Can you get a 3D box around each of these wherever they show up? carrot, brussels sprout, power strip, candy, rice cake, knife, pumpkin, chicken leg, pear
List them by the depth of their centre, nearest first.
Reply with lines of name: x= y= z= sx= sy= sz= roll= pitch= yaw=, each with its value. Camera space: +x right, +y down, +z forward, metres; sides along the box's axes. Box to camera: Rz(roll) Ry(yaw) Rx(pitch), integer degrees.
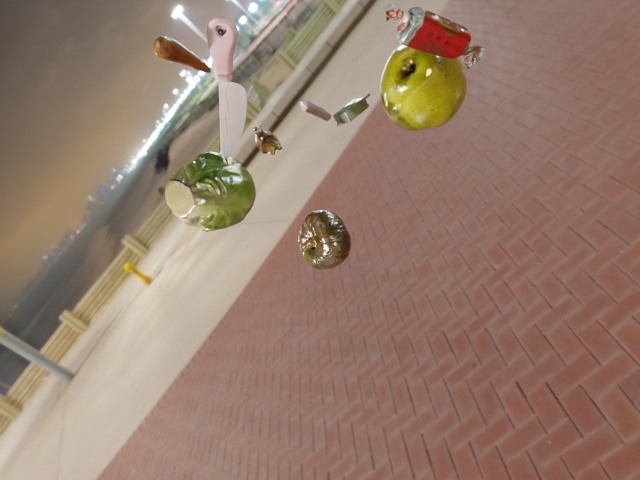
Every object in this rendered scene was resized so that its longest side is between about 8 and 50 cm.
candy: x=0.259 y=-0.464 z=1.232 sx=0.086 sy=0.292 sz=0.059 roll=-51 pitch=37 yaw=45
carrot: x=-0.311 y=-0.421 z=1.255 sx=0.048 sy=0.048 sz=0.216 roll=-45 pitch=-12 yaw=16
knife: x=-0.216 y=-0.357 z=1.299 sx=0.043 sy=0.081 sz=0.336 roll=-95 pitch=5 yaw=-56
brussels sprout: x=-0.297 y=-0.129 z=1.486 sx=0.244 sy=0.244 sz=0.244 roll=-43 pitch=20 yaw=20
pear: x=0.317 y=-0.487 z=1.698 sx=0.294 sy=0.294 sz=0.294 roll=-43 pitch=20 yaw=20
chicken leg: x=-0.171 y=-0.320 z=1.722 sx=0.070 sy=0.093 sz=0.178 roll=-64 pitch=-14 yaw=-6
power strip: x=0.120 y=-0.462 z=1.891 sx=0.175 sy=0.042 sz=0.075 roll=-44 pitch=25 yaw=-26
pumpkin: x=0.000 y=0.000 z=1.927 sx=0.162 sy=0.219 sz=0.219 roll=-9 pitch=-7 yaw=-34
rice cake: x=-0.019 y=-0.466 z=1.952 sx=0.036 sy=0.047 sz=0.207 roll=-55 pitch=-21 yaw=15
